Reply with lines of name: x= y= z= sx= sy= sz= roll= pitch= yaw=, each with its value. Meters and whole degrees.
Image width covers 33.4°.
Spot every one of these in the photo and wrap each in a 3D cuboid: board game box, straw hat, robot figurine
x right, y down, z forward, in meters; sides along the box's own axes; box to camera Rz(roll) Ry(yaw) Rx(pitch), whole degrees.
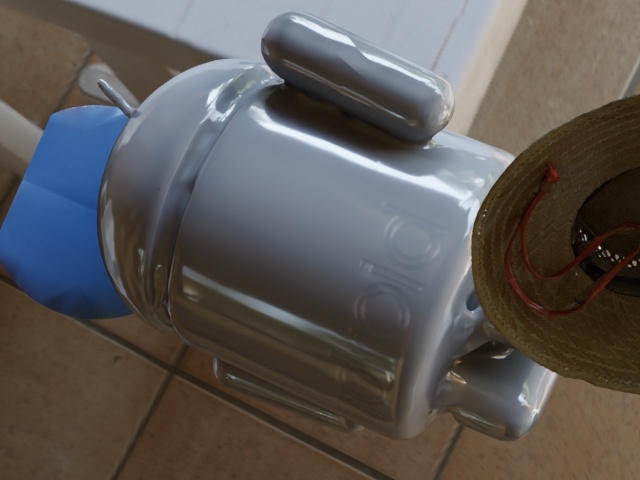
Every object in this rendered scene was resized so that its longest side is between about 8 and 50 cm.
board game box: x=-0.176 y=-0.021 z=0.854 sx=0.133 sy=0.033 sz=0.169 roll=24 pitch=84 yaw=-17
straw hat: x=0.131 y=-0.010 z=0.412 sx=0.144 sy=0.145 sz=0.061 roll=-8 pitch=29 yaw=14
robot figurine: x=0.000 y=0.000 z=0.713 sx=0.353 sy=0.200 sz=0.300 roll=22 pitch=122 yaw=17
